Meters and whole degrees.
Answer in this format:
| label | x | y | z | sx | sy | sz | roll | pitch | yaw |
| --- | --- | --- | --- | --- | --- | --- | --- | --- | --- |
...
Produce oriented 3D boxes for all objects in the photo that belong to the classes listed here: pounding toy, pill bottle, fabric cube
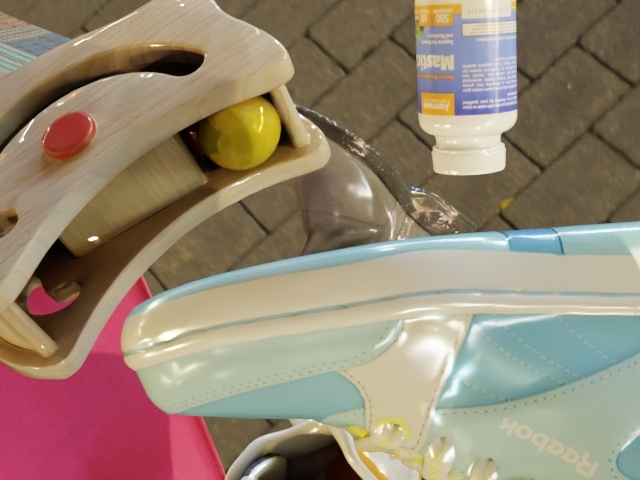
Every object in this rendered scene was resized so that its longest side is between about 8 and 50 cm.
| label | x | y | z | sx | sy | sz | roll | pitch | yaw |
| --- | --- | --- | --- | --- | --- | --- | --- | --- | --- |
| pounding toy | -0.141 | -0.041 | 0.481 | 0.269 | 0.155 | 0.154 | -26 | 50 | 1 |
| pill bottle | 0.223 | -0.242 | 1.481 | 0.152 | 0.152 | 0.272 | 2 | 104 | 21 |
| fabric cube | -0.273 | 0.185 | 0.917 | 0.259 | 0.258 | 0.254 | -21 | 88 | -25 |

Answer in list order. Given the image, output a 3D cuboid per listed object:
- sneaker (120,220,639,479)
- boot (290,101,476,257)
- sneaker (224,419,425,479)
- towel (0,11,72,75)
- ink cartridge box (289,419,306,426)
| label | x | y | z | sx | sy | sz | roll | pitch | yaw |
| --- | --- | --- | --- | --- | --- | --- | --- | --- | --- |
| sneaker | 0.080 | 0.102 | 0.410 | 0.319 | 0.127 | 0.208 | -4 | 85 | -3 |
| boot | 0.000 | 0.000 | 1.054 | 0.223 | 0.338 | 0.118 | -57 | 22 | 0 |
| sneaker | -0.026 | 0.219 | 0.657 | 0.321 | 0.127 | 0.126 | -56 | 43 | 22 |
| towel | -0.389 | -0.125 | 0.779 | 0.370 | 0.040 | 0.271 | -24 | 38 | -39 |
| ink cartridge box | 0.059 | 0.111 | 0.827 | 0.224 | 0.181 | 0.056 | -3 | 40 | 31 |
